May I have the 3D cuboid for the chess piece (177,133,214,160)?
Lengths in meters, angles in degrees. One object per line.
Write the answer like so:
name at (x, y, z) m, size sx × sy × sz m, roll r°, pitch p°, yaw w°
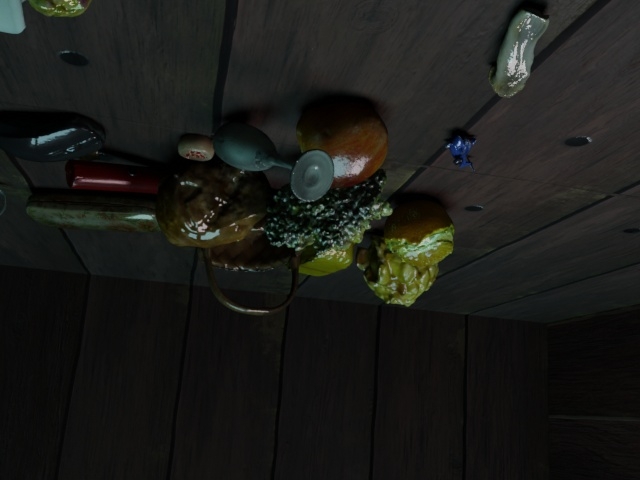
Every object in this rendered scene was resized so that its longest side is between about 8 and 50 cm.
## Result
chess piece at (-0.283, -0.211, 1.508) m, size 0.084 × 0.038 × 0.083 m, roll 3°, pitch 164°, yaw 1°

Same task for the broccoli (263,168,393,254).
broccoli at (0.026, -0.063, 1.571) m, size 0.288 × 0.247 × 0.245 m, roll -2°, pitch 158°, yaw 19°

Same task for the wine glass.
wine glass at (-0.090, -0.244, 1.268) m, size 0.096 × 0.264 × 0.310 m, roll -4°, pitch -159°, yaw -37°

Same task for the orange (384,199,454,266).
orange at (0.271, -0.030, 1.805) m, size 0.179 × 0.158 × 0.237 m, roll -17°, pitch 159°, yaw 23°

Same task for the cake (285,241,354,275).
cake at (0.000, 0.000, 1.963) m, size 0.156 × 0.179 × 0.261 m, roll 12°, pitch 161°, yaw -30°

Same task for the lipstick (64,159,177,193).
lipstick at (-0.483, -0.155, 1.634) m, size 0.280 × 0.073 × 0.073 m, roll 1°, pitch 170°, yaw -38°

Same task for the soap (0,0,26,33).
soap at (-0.462, -0.376, 0.826) m, size 0.160 × 0.087 × 0.265 m, roll 9°, pitch 165°, yaw -17°

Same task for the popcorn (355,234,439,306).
popcorn at (0.249, 0.082, 2.135) m, size 0.271 × 0.224 × 0.257 m, roll 7°, pitch 151°, yaw 24°

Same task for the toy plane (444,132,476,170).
toy plane at (0.307, -0.189, 1.415) m, size 0.062 × 0.054 × 0.167 m, roll -25°, pitch 159°, yaw 8°

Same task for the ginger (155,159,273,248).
ginger at (-0.269, -0.084, 1.622) m, size 0.270 × 0.200 × 0.223 m, roll -9°, pitch 175°, yaw -22°

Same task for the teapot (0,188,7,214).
teapot at (-1.049, -0.126, 1.869) m, size 0.295 × 0.129 × 0.193 m, roll 11°, pitch 165°, yaw -23°

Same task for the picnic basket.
picnic basket at (-0.190, 0.054, 1.826) m, size 0.293 × 0.337 × 0.337 m, roll 9°, pitch 165°, yaw -28°

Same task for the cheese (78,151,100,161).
cheese at (-0.567, -0.214, 1.580) m, size 0.060 × 0.041 × 0.084 m, roll -2°, pitch 168°, yaw 5°

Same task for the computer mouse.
computer mouse at (-0.618, -0.222, 1.471) m, size 0.270 × 0.086 × 0.137 m, roll 2°, pitch 166°, yaw 5°

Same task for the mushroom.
mushroom at (0.304, -0.293, 1.018) m, size 0.059 × 0.054 × 0.202 m, roll -2°, pitch 160°, yaw 4°

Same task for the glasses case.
glasses case at (-0.667, -0.084, 1.985) m, size 0.426 × 0.097 × 0.156 m, roll 3°, pitch 161°, yaw 5°

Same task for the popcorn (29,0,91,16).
popcorn at (-0.354, -0.354, 0.898) m, size 0.097 × 0.089 × 0.109 m, roll -39°, pitch 159°, yaw 16°

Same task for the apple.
apple at (0.045, -0.189, 1.317) m, size 0.173 × 0.160 × 0.195 m, roll -16°, pitch 174°, yaw -7°
